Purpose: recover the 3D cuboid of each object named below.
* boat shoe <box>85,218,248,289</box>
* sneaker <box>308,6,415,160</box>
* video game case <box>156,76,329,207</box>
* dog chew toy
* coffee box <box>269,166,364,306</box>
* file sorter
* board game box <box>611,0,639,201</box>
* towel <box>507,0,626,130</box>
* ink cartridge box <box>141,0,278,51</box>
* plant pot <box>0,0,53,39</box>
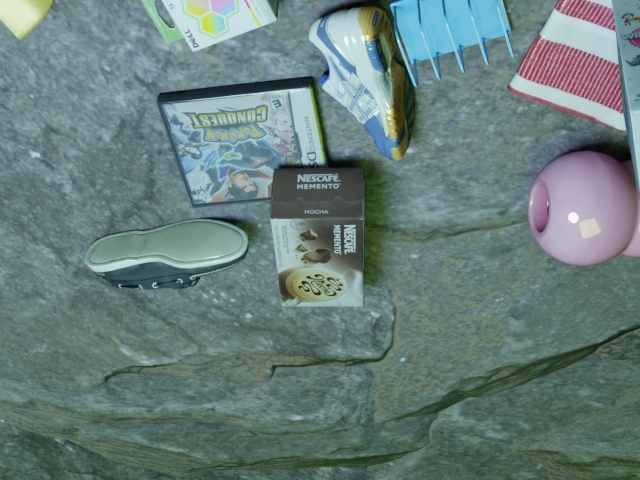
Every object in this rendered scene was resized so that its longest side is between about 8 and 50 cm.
[{"bbox_3d":[-0.290,0.045,1.804,0.340,0.127,0.113,-9,134,13],"label":"boat shoe"},{"bbox_3d":[0.072,-0.261,1.532,0.131,0.111,0.296,2,135,25],"label":"sneaker"},{"bbox_3d":[-0.131,-0.170,1.654,0.275,0.035,0.248,-5,133,7],"label":"video game case"},{"bbox_3d":[0.547,-0.057,1.632,0.332,0.206,0.206,0,134,-9],"label":"dog chew toy"},{"bbox_3d":[0.000,0.000,1.721,0.168,0.118,0.297,0,144,2],"label":"coffee box"},{"bbox_3d":[0.209,-0.330,1.441,0.170,0.104,0.118,-15,131,16],"label":"file sorter"},{"bbox_3d":[0.503,-0.202,1.363,0.098,0.303,0.224,-8,133,17],"label":"board game box"},{"bbox_3d":[0.482,-0.333,1.475,0.237,0.037,0.329,17,132,-12],"label":"towel"},{"bbox_3d":[-0.182,-0.372,1.445,0.209,0.062,0.109,-15,132,17],"label":"ink cartridge box"},{"bbox_3d":[-0.465,-0.383,1.438,0.083,0.081,0.081,-30,126,14],"label":"plant pot"}]
